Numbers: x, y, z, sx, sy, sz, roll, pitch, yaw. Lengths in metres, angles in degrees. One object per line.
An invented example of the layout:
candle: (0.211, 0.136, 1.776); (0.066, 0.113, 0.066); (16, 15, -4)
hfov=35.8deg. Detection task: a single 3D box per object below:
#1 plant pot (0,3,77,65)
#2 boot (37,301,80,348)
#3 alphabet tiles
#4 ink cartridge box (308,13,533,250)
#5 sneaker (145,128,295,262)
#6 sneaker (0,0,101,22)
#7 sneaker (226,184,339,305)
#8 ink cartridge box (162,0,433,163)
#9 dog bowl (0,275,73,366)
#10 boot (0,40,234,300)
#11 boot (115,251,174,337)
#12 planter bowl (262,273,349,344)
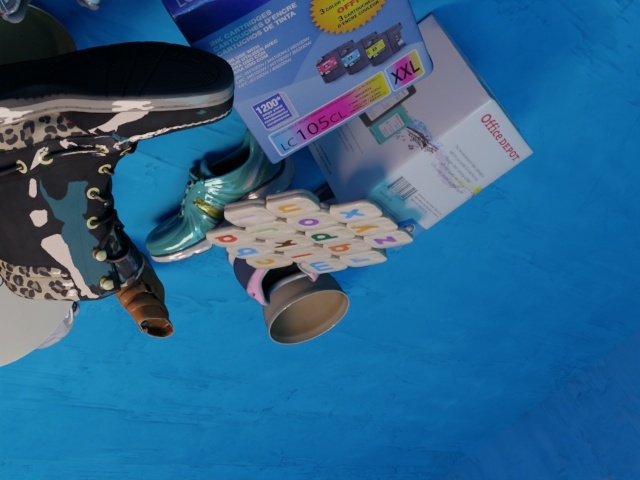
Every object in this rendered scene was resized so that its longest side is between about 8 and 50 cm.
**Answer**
plant pot: (-0.412, -0.206, 1.197); (0.236, 0.032, 0.236); (-20, 148, -13)
boot: (-0.432, 0.092, 1.565); (0.258, 0.095, 0.123); (-39, 153, 32)
alphabet tiles: (-0.016, -0.010, 1.494); (0.278, 0.021, 0.284); (-12, 156, 26)
ink cartridge box: (0.145, -0.161, 1.526); (0.270, 0.197, 0.198); (-36, 147, 13)
sneaker: (-0.171, -0.074, 1.534); (0.275, 0.107, 0.110); (-39, 127, 9)
sneaker: (-0.246, -0.311, 1.068); (0.261, 0.125, 0.104); (-21, 180, -2)
sneaker: (0.000, 0.000, 1.708); (0.319, 0.131, 0.112); (-32, 148, 6)
ink cartridge box: (-0.040, -0.305, 1.234); (0.270, 0.151, 0.395); (-30, 147, 3)
dog bowl: (-0.461, 0.038, 1.330); (0.264, 0.104, 0.265); (-19, 122, -34)
boot: (-0.266, -0.075, 1.187); (0.377, 0.138, 0.284); (-8, 125, 5)
boot: (-0.309, 0.070, 1.552); (0.073, 0.152, 0.197); (-40, 146, 19)
planter bowl: (-0.042, 0.103, 1.843); (0.162, 0.109, 0.162); (-20, 148, -14)
